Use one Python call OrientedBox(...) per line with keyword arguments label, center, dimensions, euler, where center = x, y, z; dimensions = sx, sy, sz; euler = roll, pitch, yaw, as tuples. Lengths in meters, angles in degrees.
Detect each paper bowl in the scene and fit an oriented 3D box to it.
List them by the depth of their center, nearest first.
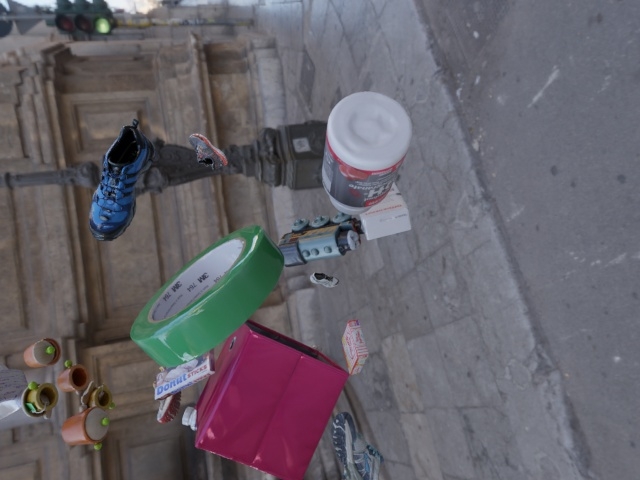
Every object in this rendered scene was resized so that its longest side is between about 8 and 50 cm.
OrientedBox(label="paper bowl", center=(-1.016, 0.454, 1.275), dimensions=(0.148, 0.284, 0.284), euler=(60, 160, 14))

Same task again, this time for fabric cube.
OrientedBox(label="fabric cube", center=(-0.128, 0.358, 1.048), dimensions=(0.258, 0.259, 0.254), euler=(-64, 14, -8))

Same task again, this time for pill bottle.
OrientedBox(label="pill bottle", center=(0.093, -0.178, 1.027), dimensions=(0.318, 0.176, 0.177), euler=(98, 160, -71))
OrientedBox(label="pill bottle", center=(-0.333, 0.520, 1.279), dimensions=(0.067, 0.120, 0.067), euler=(12, -90, -87))

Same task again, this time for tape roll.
OrientedBox(label="tape roll", center=(-0.221, 0.100, 0.876), dimensions=(0.077, 0.321, 0.321), euler=(54, 175, -20))

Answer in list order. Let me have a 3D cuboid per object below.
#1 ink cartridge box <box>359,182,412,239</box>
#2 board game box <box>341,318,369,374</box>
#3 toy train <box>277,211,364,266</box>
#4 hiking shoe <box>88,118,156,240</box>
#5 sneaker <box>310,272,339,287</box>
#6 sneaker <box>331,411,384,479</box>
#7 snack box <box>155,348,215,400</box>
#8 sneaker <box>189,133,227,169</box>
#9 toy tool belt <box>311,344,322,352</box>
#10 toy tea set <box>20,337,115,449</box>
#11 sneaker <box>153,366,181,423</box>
OrientedBox(label="ink cartridge box", center=(0.195, -0.099, 1.423), dimensions=(0.203, 0.148, 0.086), euler=(-97, -8, -59))
OrientedBox(label="board game box", center=(0.132, 0.418, 1.724), dimensions=(0.194, 0.045, 0.147), euler=(100, 159, -52))
OrientedBox(label="toy train", center=(0.000, 0.000, 1.605), dimensions=(0.142, 0.333, 0.190), euler=(67, -150, -26))
OrientedBox(label="hiking shoe", center=(-0.521, -0.151, 1.117), dimensions=(0.132, 0.113, 0.304), euler=(108, 175, -74))
OrientedBox(label="sneaker", center=(0.014, 0.109, 1.229), dimensions=(0.037, 0.083, 0.032), euler=(118, 157, -61))
OrientedBox(label="sneaker", center=(0.116, 0.631, 1.303), dimensions=(0.110, 0.122, 0.283), euler=(-177, 73, -69))
OrientedBox(label="snack box", center=(-0.325, 0.319, 1.056), dimensions=(0.022, 0.178, 0.064), euler=(40, -154, -46))
OrientedBox(label="sneaker", center=(-0.352, -0.264, 1.324), dimensions=(0.157, 0.065, 0.061), euler=(35, 154, 23))
OrientedBox(label="toy tool belt", center=(-0.021, 0.439, 1.658), dimensions=(0.051, 0.052, 0.084), euler=(-48, -35, -71))
OrientedBox(label="toy tea set", center=(-0.670, 0.410, 1.202), dimensions=(0.200, 0.124, 0.336), euler=(-92, -20, -54))
OrientedBox(label="sneaker", center=(-0.527, 0.521, 1.513), dimensions=(0.225, 0.092, 0.088), euler=(-99, 6, -54))
